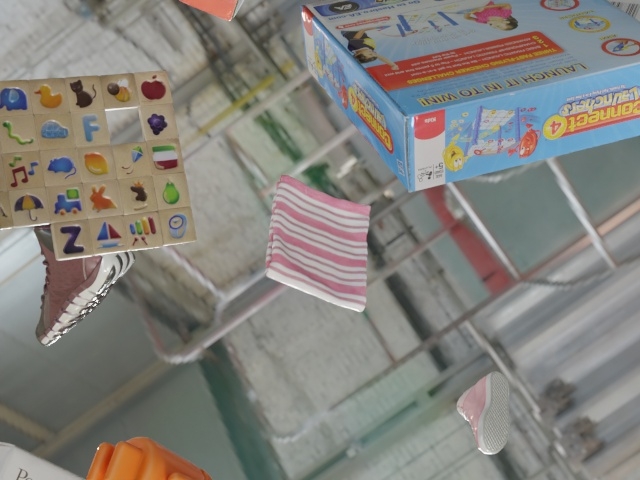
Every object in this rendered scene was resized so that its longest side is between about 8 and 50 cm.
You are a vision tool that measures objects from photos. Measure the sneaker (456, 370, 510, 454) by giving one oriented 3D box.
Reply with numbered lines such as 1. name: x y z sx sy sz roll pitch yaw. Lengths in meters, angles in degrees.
1. sneaker: 0.225 0.251 1.603 0.051 0.070 0.134 35 -138 -21

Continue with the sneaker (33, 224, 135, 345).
1. sneaker: -0.431 0.048 1.902 0.162 0.281 0.106 47 -144 0

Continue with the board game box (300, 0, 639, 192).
1. board game box: 0.173 -0.192 1.229 0.302 0.308 0.086 -122 23 -52

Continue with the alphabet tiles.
1. alphabet tiles: -0.261 -0.080 1.232 0.009 0.237 0.198 -21 79 64

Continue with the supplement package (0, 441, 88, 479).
1. supplement package: -0.247 0.310 0.817 0.177 0.293 0.175 35 152 -32

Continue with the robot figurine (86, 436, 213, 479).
1. robot figurine: -0.242 0.373 1.693 0.219 0.158 0.128 39 -164 -34

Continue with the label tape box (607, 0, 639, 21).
1. label tape box: 0.509 -0.251 1.576 0.348 0.115 0.249 14 -172 -23

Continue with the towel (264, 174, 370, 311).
1. towel: 0.000 0.000 1.556 0.144 0.029 0.197 20 -138 -14

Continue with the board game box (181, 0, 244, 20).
1. board game box: -0.064 -0.419 1.306 0.064 0.242 0.316 21 -149 -3
